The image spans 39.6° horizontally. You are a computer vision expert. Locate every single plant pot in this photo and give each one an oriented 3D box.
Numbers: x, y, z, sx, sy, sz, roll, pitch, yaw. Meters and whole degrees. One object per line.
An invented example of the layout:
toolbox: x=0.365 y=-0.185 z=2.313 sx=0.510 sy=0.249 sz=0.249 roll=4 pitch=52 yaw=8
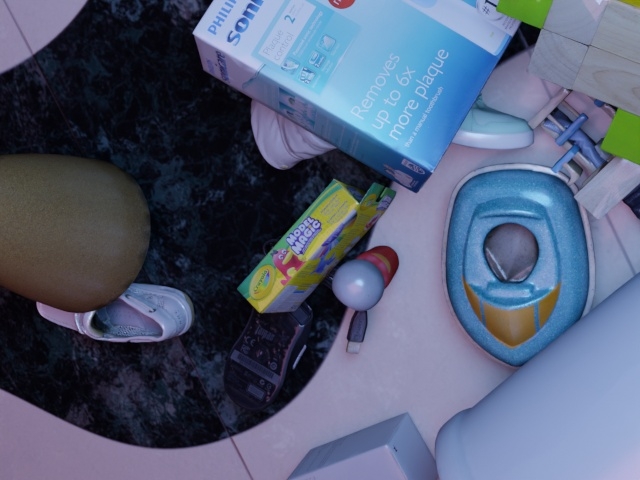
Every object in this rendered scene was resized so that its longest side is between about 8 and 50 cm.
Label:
plant pot: x=-0.409 y=-0.025 z=1.240 sx=0.237 sy=0.254 sz=0.237 roll=-4 pitch=80 yaw=23

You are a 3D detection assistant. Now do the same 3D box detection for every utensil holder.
utensil holder: x=0.378 y=0.222 z=0.989 sx=0.327 sy=0.327 sz=0.385 roll=47 pitch=109 yaw=4

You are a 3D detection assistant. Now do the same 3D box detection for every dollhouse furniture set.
dollhouse furniture set: x=0.319 y=-0.130 z=0.995 sx=0.129 sy=0.184 sz=0.129 roll=44 pitch=116 yaw=6

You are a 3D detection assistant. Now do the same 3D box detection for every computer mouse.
computer mouse: x=-0.026 y=0.138 z=1.282 sx=0.184 sy=0.060 sz=0.261 roll=22 pitch=100 yaw=20

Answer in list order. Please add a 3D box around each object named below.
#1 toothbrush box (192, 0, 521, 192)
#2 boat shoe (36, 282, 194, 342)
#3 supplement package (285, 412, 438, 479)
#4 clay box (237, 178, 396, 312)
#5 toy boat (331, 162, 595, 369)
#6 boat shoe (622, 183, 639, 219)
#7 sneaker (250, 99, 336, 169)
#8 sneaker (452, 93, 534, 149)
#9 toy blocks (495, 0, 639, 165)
toothbrush box: x=0.042 y=-0.224 z=0.990 sx=0.296 sy=0.126 sz=0.216 roll=31 pitch=82 yaw=3
boat shoe: x=-0.336 y=0.107 z=1.373 sx=0.277 sy=0.096 sz=0.098 roll=2 pitch=107 yaw=22
supplement package: x=0.061 y=0.339 z=1.274 sx=0.179 sy=0.105 sz=0.105 roll=-27 pitch=93 yaw=27
clay box: x=0.000 y=0.000 z=1.170 sx=0.053 sy=0.127 sz=0.222 roll=44 pitch=100 yaw=16
toy boat: x=0.179 y=0.042 z=1.119 sx=0.319 sy=0.148 sz=0.267 roll=-3 pitch=103 yaw=22
boat shoe: x=0.432 y=-0.087 z=1.027 sx=0.083 sy=0.065 sz=0.183 roll=44 pitch=116 yaw=4
sneaker: x=-0.036 y=-0.239 z=1.148 sx=0.169 sy=0.108 sz=0.292 roll=-21 pitch=65 yaw=58
sneaker: x=0.155 y=-0.208 z=1.087 sx=0.256 sy=0.094 sz=0.151 roll=23 pitch=111 yaw=17
toy blocks: x=0.393 y=-0.206 z=0.913 sx=0.382 sy=0.261 sz=0.190 roll=25 pitch=128 yaw=14
